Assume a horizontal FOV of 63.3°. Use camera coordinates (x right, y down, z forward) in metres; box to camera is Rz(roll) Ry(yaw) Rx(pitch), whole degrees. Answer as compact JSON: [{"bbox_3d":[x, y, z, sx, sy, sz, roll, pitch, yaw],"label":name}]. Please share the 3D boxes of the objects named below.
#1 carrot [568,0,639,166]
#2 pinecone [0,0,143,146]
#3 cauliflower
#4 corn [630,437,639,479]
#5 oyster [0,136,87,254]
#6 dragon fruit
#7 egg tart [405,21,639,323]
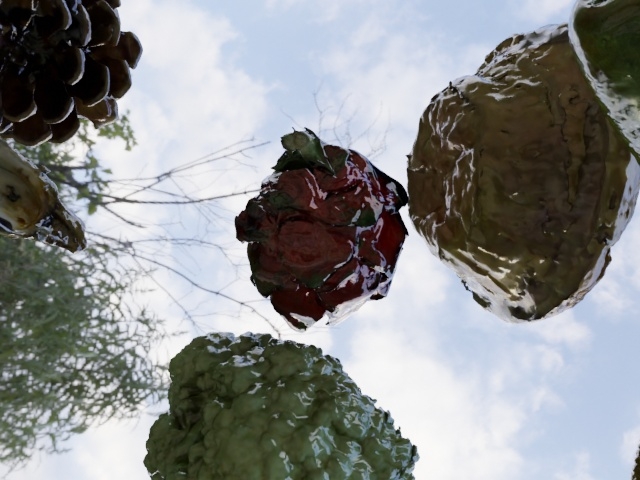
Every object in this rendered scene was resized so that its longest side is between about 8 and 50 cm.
[{"bbox_3d":[0.268,-0.030,0.355,0.074,0.358,0.074,-32,-148,23],"label":"carrot"},{"bbox_3d":[-0.503,-0.328,0.870,0.384,0.384,0.384,-6,-100,35],"label":"pinecone"},{"bbox_3d":[-0.047,0.248,0.513,0.260,0.281,0.327,-20,-124,-14],"label":"cauliflower"},{"bbox_3d":[0.487,0.241,0.672,0.119,0.119,0.322,14,-113,36],"label":"corn"},{"bbox_3d":[-0.387,-0.083,0.501,0.078,0.345,0.128,-28,-142,36],"label":"oyster"},{"bbox_3d":[0.002,-0.003,0.522,0.182,0.188,0.182,1,-101,-5],"label":"dragon fruit"},{"bbox_3d":[0.194,-0.077,0.597,0.352,0.150,0.352,-178,-90,-80],"label":"egg tart"}]
